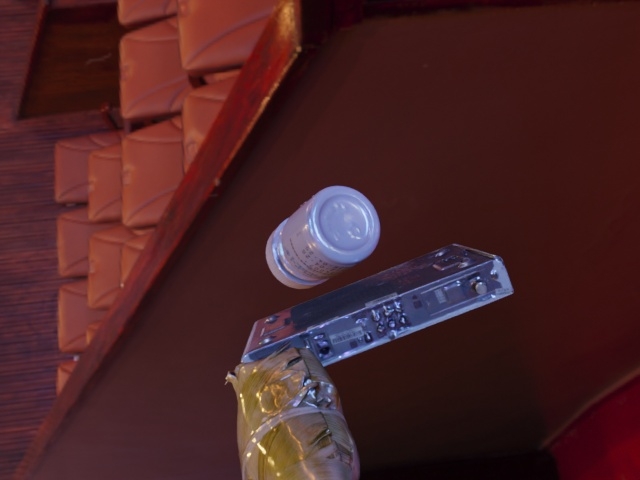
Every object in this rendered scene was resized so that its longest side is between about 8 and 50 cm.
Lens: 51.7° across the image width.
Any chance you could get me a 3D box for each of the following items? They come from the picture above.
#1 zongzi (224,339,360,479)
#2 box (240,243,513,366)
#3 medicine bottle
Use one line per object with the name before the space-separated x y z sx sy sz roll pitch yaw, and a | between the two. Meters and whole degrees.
zongzi | -0.007 0.210 0.543 0.197 0.099 0.194 -127 25 -57
box | 0.050 0.072 0.708 0.211 0.270 0.045 -95 -16 -86
medicine bottle | 0.000 0.000 0.875 0.168 0.105 0.104 146 120 -62
